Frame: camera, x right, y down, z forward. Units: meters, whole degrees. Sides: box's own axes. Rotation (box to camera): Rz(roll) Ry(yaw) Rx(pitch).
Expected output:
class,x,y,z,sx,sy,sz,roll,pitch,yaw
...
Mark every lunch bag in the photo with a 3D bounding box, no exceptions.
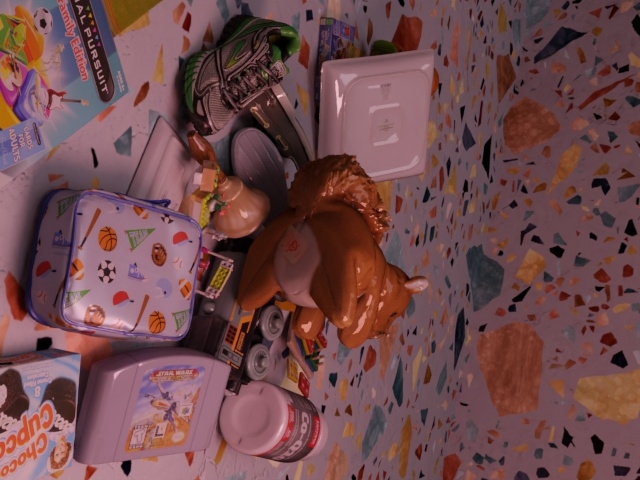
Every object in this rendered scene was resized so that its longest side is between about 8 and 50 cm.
class,x,y,z,sx,sy,sz,roll,pitch,yaw
lunch bag,-0.323,0.039,1.472,0.303,0.114,0.243,18,74,-53

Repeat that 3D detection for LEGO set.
class,x,y,z,sx,sy,sz,roll,pitch,yaw
LEGO set,-0.211,0.002,1.683,0.132,0.107,0.287,24,88,-78

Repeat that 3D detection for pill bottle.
class,x,y,z,sx,sy,sz,roll,pitch,yaw
pill bottle,-0.094,0.415,2.035,0.283,0.161,0.161,38,62,-61

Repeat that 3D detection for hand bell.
class,x,y,z,sx,sy,sz,roll,pitch,yaw
hand bell,-0.199,-0.125,1.733,0.242,0.126,0.126,60,44,-48

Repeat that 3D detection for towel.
class,x,y,z,sx,sy,sz,roll,pitch,yaw
towel,-0.329,-0.405,1.500,0.237,0.021,0.102,-55,144,-45

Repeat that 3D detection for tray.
class,x,y,z,sx,sy,sz,roll,pitch,yaw
tray,-0.294,-0.076,1.647,0.145,0.030,0.271,53,49,-57

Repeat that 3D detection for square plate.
class,x,y,z,sx,sy,sz,roll,pitch,yaw
square plate,0.149,-0.293,2.265,0.347,0.049,0.344,-14,120,-31

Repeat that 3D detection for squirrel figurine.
class,x,y,z,sx,sy,sz,roll,pitch,yaw
squirrel figurine,0.068,0.024,1.845,0.370,0.281,0.397,22,71,-48

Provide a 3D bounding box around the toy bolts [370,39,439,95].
class,x,y,z,sx,sy,sz,roll,pitch,yaw
toy bolts,0.214,-0.407,2.453,0.158,0.218,0.229,-20,132,-69

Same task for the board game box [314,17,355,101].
class,x,y,z,sx,sy,sz,roll,pitch,yaw
board game box,0.036,-0.439,2.235,0.136,0.035,0.201,-4,99,-64

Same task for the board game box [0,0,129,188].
class,x,y,z,sx,sy,sz,roll,pitch,yaw
board game box,-0.425,-0.255,1.271,0.336,0.079,0.254,-53,142,-46

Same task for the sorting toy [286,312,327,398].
class,x,y,z,sx,sy,sz,roll,pitch,yaw
sorting toy,-0.029,0.248,2.183,0.275,0.046,0.132,-81,149,-51

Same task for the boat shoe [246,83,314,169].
class,x,y,z,sx,sy,sz,roll,pitch,yaw
boat shoe,-0.090,-0.244,1.961,0.109,0.091,0.305,62,0,33

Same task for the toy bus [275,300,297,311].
class,x,y,z,sx,sy,sz,roll,pitch,yaw
toy bus,-0.036,0.082,2.137,0.191,0.104,0.202,-56,144,-44

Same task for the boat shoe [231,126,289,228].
class,x,y,z,sx,sy,sz,roll,pitch,yaw
boat shoe,-0.121,-0.102,1.932,0.109,0.094,0.302,-28,113,-18

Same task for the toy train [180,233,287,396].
class,x,y,z,sx,sy,sz,roll,pitch,yaw
toy train,-0.169,0.145,1.853,0.190,0.142,0.334,42,58,-49

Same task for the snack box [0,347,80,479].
class,x,y,z,sx,sy,sz,roll,pitch,yaw
snack box,-0.481,0.270,1.309,0.322,0.060,0.187,-3,99,-64

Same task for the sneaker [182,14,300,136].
class,x,y,z,sx,sy,sz,roll,pitch,yaw
sneaker,-0.152,-0.329,1.745,0.344,0.146,0.134,-62,147,-36

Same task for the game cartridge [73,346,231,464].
class,x,y,z,sx,sy,sz,roll,pitch,yaw
game cartridge,-0.290,0.288,1.611,0.297,0.062,0.198,6,107,-49
